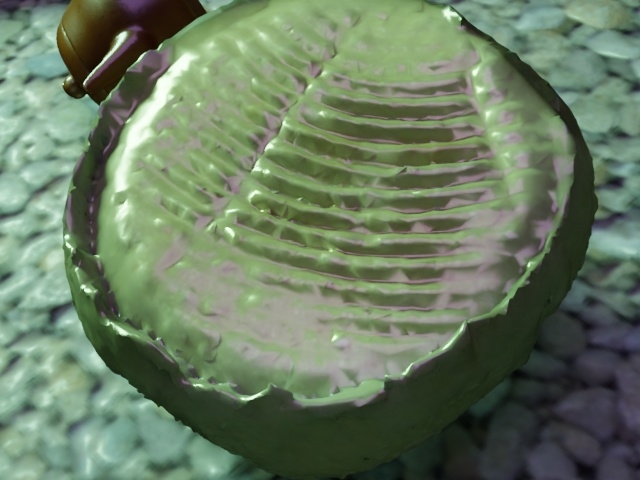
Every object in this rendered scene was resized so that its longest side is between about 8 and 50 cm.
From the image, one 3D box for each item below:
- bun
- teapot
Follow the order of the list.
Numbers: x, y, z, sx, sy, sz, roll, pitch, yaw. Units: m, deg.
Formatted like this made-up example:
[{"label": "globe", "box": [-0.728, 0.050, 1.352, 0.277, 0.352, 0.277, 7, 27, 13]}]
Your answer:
[{"label": "bun", "box": [0.000, 0.000, 0.505, 0.259, 0.152, 0.259, -5, 61, 8]}, {"label": "teapot", "box": [-0.131, -0.134, 0.678, 0.116, 0.116, 0.173, -10, 22, -2]}]
